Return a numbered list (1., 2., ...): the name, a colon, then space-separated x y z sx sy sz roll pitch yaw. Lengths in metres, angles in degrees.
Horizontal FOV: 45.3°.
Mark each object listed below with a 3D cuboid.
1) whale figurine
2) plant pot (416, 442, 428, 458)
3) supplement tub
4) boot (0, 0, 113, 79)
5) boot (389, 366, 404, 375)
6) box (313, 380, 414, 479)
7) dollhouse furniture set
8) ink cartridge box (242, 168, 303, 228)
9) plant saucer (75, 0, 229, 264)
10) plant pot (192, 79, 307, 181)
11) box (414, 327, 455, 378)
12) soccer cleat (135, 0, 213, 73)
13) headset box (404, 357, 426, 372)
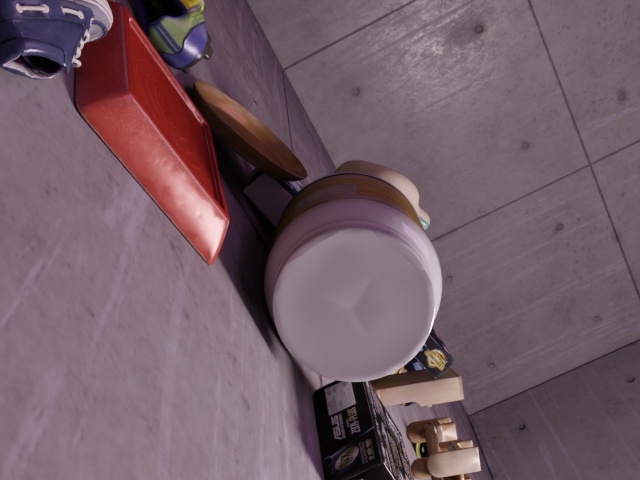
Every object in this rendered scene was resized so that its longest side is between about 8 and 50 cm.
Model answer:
1. whale figurine: 0.104 -0.042 1.501 0.216 0.141 0.272 19 -19 21
2. plant pot: 0.255 0.473 1.733 0.079 0.083 0.083 80 -14 -74
3. supplement tub: 0.044 0.041 1.103 0.241 0.241 0.331 62 8 -12
4. boot: -0.233 -0.177 0.667 0.190 0.069 0.086 -16 86 -74
5. boot: 0.070 0.154 1.491 0.236 0.089 0.269 60 9 29
6. box: 0.064 0.289 1.017 0.147 0.078 0.180 59 9 -29
7. dollhouse furniture set: 0.185 0.370 1.416 0.212 0.161 0.242 -153 -125 -85
8. ink cartridge box: 0.000 0.000 1.353 0.332 0.065 0.165 49 10 -13
9. plant saucer: -0.185 -0.139 0.890 0.259 0.048 0.258 58 10 -43
10. plant pot: -0.119 -0.171 1.245 0.236 0.032 0.236 39 12 -10
11. box: 0.165 0.158 1.462 0.175 0.051 0.220 47 5 -3
12. soccer cleat: -0.236 -0.375 1.173 0.121 0.093 0.289 45 18 -47
13. headset box: 0.196 0.255 1.826 0.246 0.131 0.283 67 8 19
